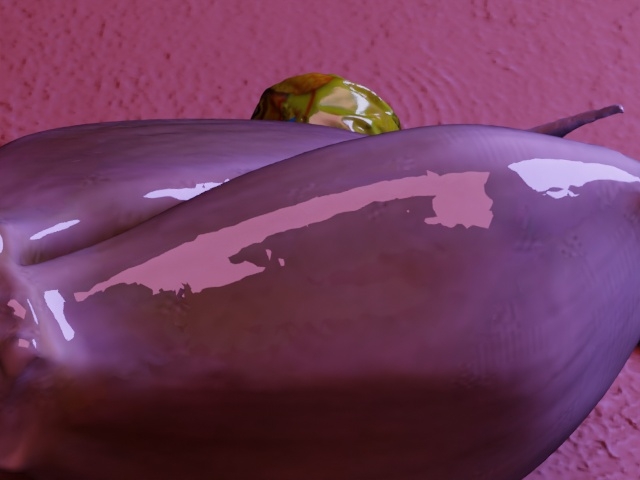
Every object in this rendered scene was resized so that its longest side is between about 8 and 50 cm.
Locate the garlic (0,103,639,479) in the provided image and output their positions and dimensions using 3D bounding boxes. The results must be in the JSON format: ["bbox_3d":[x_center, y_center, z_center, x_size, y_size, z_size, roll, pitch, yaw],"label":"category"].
[{"bbox_3d":[0.000,0.000,0.875,0.340,0.246,0.231,-21,48,-1],"label":"garlic"}]

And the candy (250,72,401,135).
[{"bbox_3d":[0.080,-0.004,1.004,0.262,0.077,0.073,29,57,3],"label":"candy"}]
